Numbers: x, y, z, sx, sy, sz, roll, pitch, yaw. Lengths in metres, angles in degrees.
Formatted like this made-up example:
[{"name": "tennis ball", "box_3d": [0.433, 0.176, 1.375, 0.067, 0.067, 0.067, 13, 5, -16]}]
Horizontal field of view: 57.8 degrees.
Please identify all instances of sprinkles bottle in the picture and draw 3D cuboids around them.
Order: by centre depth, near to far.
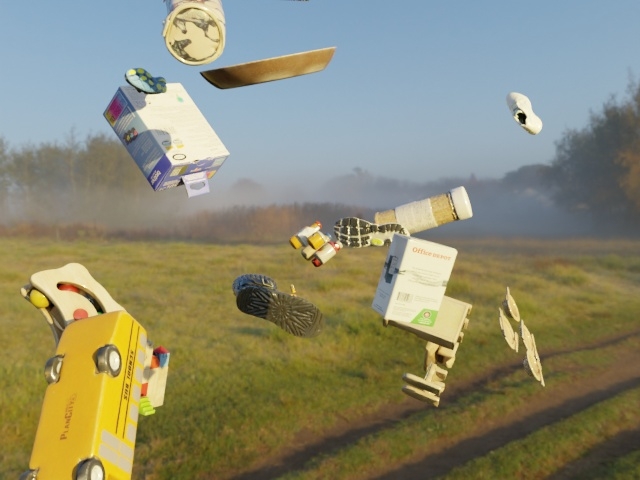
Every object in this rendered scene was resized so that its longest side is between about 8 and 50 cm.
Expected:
[{"name": "sprinkles bottle", "box_3d": [0.384, -0.097, 2.195, 0.355, 0.121, 0.121, -17, -4, 18]}]

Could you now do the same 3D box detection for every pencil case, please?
[{"name": "pencil case", "box_3d": [-0.368, -0.644, 1.647, 0.183, 0.160, 0.410, 6, 36, -19]}]

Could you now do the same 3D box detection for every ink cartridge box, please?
[{"name": "ink cartridge box", "box_3d": [0.236, 0.098, 1.466, 0.153, 0.208, 0.087, 14, 8, -24]}, {"name": "ink cartridge box", "box_3d": [-0.498, -0.331, 1.955, 0.151, 0.395, 0.270, -45, -13, 36]}]

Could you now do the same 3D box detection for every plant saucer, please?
[{"name": "plant saucer", "box_3d": [-0.112, -0.383, 1.297, 0.311, 0.050, 0.310, -11, 18, 3]}]

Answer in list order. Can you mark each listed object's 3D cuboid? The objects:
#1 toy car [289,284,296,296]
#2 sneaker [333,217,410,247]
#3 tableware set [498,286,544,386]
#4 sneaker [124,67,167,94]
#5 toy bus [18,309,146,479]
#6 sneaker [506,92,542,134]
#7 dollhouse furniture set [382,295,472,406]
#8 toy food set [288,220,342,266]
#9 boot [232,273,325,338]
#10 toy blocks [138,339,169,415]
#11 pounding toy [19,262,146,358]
[{"name": "toy car", "box_3d": [-0.119, 0.208, 2.234, 0.060, 0.040, 0.122, -16, 27, -11]}, {"name": "sneaker", "box_3d": [0.185, -0.018, 2.108, 0.279, 0.107, 0.118, 8, -2, 16]}, {"name": "tableware set", "box_3d": [0.364, 0.172, 1.054, 0.020, 0.168, 0.141, -25, 23, 28]}, {"name": "sneaker", "box_3d": [-0.521, -0.459, 1.710, 0.078, 0.067, 0.188, -11, 4, 13]}, {"name": "toy bus", "box_3d": [-0.356, 0.271, 0.899, 0.108, 0.332, 0.130, -13, -40, 8]}, {"name": "sneaker", "box_3d": [0.541, -0.352, 1.566, 0.061, 0.152, 0.053, 12, -46, -36]}, {"name": "dollhouse furniture set", "box_3d": [0.382, 0.348, 2.147, 0.256, 0.362, 0.394, 19, -29, 19]}, {"name": "toy food set", "box_3d": [0.000, 0.000, 1.617, 0.104, 0.111, 0.232, -39, 6, -14]}, {"name": "boot", "box_3d": [-0.157, 0.229, 2.130, 0.348, 0.131, 0.260, 26, 0, -10]}, {"name": "toy blocks", "box_3d": [-0.659, 0.453, 2.004, 0.191, 0.261, 0.381, 7, -2, 26]}, {"name": "pounding toy", "box_3d": [-0.488, 0.188, 1.153, 0.155, 0.269, 0.154, -33, 11, 41]}]
